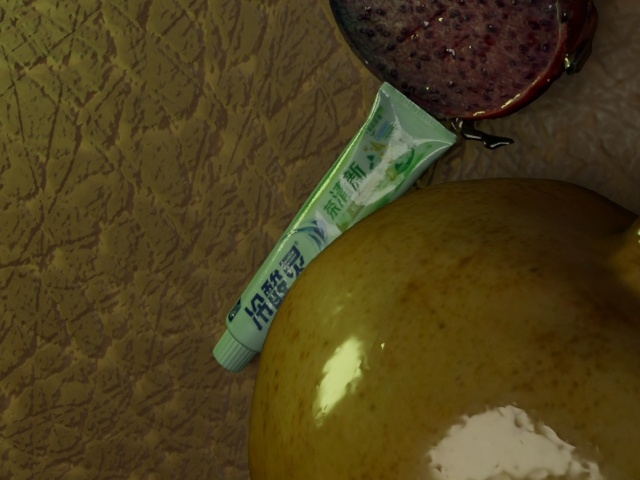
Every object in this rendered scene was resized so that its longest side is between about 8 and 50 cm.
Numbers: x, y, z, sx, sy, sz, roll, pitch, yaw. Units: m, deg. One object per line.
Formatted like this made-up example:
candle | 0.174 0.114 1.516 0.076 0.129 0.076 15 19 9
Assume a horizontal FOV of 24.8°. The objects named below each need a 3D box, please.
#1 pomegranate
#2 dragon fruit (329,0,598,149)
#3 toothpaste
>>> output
pomegranate | 0.158 0.139 1.016 0.417 0.417 0.416 2 97 19
dragon fruit | 0.126 -0.217 1.137 0.224 0.148 0.218 40 138 1
toothpaste | 0.000 0.000 1.220 0.075 0.048 0.297 39 115 3
